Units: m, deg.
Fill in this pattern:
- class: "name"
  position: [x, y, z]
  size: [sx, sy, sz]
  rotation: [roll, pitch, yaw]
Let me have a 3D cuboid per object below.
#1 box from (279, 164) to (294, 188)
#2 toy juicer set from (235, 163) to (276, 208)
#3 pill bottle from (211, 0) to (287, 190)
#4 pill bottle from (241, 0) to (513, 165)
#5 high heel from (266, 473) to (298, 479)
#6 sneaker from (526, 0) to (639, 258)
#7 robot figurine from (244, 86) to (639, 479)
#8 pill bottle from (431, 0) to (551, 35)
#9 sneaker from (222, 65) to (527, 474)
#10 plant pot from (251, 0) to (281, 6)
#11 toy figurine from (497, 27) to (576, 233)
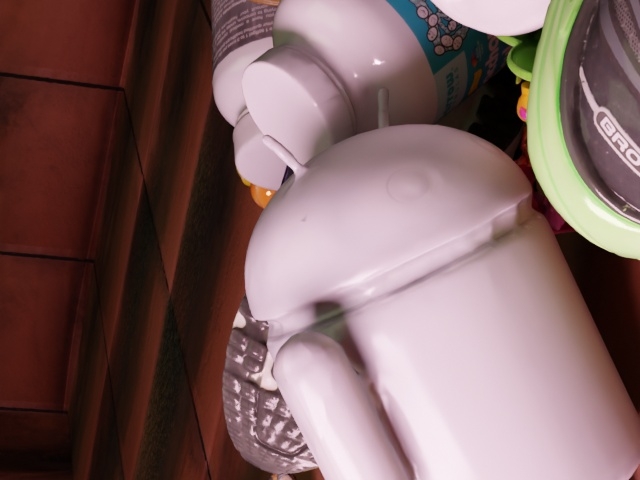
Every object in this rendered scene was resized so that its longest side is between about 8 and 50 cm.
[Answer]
- class: "box"
  position: [0.000, 0.000, 1.341]
  size: [0.153, 0.108, 0.207]
  rotation: [110, 175, -57]
- class: "toy juicer set"
  position: [-0.077, -0.183, 1.812]
  size: [0.209, 0.089, 0.329]
  rotation: [95, 160, -47]
- class: "pill bottle"
  position: [-0.036, -0.224, 1.519]
  size: [0.176, 0.176, 0.318]
  rotation: [123, 149, -56]
- class: "pill bottle"
  position: [0.065, -0.163, 1.002]
  size: [0.146, 0.264, 0.146]
  rotation: [37, 152, 24]
- class: "high heel"
  position: [-0.076, 0.317, 1.605]
  size: [0.186, 0.093, 0.261]
  rotation: [-115, 25, -47]
- class: "sneaker"
  position: [0.239, -0.227, 0.718]
  size: [0.202, 0.185, 0.482]
  rotation: [0, 88, 54]
- class: "robot figurine"
  position: [0.078, 0.075, 0.870]
  size: [0.200, 0.300, 0.353]
  rotation: [-24, 92, 32]
- class: "pill bottle"
  position: [0.152, -0.229, 0.882]
  size: [0.208, 0.117, 0.117]
  rotation: [-48, -13, -44]
- class: "sneaker"
  position: [0.058, 0.021, 1.111]
  size: [0.410, 0.158, 0.182]
  rotation: [-59, -13, -19]
- class: "plant pot"
  position: [-0.034, -0.385, 1.399]
  size: [0.237, 0.237, 0.254]
  rotation: [157, 126, -71]
- class: "toy figurine"
  position: [0.171, -0.071, 0.900]
  size: [0.173, 0.130, 0.159]
  rotation: [-58, -29, -55]
